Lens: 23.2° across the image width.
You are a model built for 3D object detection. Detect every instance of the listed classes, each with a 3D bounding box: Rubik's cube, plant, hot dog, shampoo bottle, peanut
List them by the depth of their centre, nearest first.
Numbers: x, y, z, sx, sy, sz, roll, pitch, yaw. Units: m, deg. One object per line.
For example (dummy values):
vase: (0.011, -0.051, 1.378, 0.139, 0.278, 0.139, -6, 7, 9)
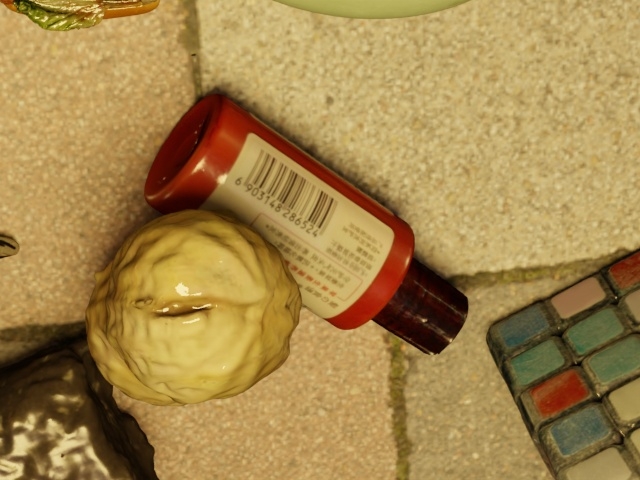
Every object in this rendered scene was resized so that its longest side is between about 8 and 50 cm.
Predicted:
hot dog: (-0.178, -0.186, 1.160, 0.133, 0.041, 0.056, -5, 116, -6)
peanut: (-0.100, 0.059, 1.165, 0.149, 0.313, 0.149, 4, 77, -16)
shampoo bottle: (0.000, 0.000, 1.240, 0.278, 0.104, 0.104, 34, 106, -21)
plant: (-0.250, 0.194, 1.250, 0.234, 0.204, 0.178, -31, 105, 0)
Rubik's cube: (0.342, 0.177, 1.277, 0.287, 0.292, 0.293, -28, 114, 5)

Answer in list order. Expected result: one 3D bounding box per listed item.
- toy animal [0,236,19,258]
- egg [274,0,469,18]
toy animal: (-0.302, 0.010, 1.207, 0.137, 0.098, 0.098, 11, 113, -14)
egg: (0.035, -0.253, 1.070, 0.282, 0.203, 0.203, -5, 116, -8)
